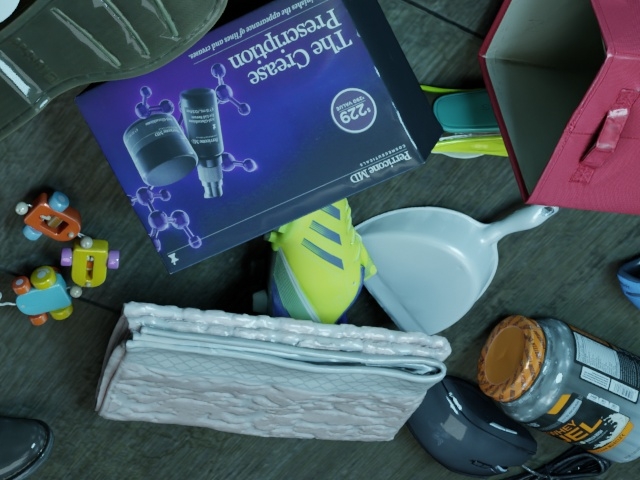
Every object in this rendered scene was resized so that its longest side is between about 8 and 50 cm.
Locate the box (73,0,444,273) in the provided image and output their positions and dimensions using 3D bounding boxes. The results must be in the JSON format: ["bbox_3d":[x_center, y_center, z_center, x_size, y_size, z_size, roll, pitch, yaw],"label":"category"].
[{"bbox_3d":[-0.053,-0.109,1.666,0.261,0.103,0.184,-24,105,21],"label":"box"}]

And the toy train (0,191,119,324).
[{"bbox_3d":[-0.271,0.012,1.885,0.125,0.046,0.166,25,128,-25],"label":"toy train"}]

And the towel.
[{"bbox_3d":[-0.057,0.145,1.956,0.332,0.053,0.317,7,160,-8],"label":"towel"}]

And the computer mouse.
[{"bbox_3d":[0.217,0.224,2.129,0.184,0.060,0.262,-26,133,24],"label":"computer mouse"}]

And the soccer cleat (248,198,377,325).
[{"bbox_3d":[0.000,-0.001,1.853,0.121,0.093,0.289,2,141,-9],"label":"soccer cleat"}]

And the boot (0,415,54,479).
[{"bbox_3d":[-0.432,0.175,2.017,0.263,0.091,0.229,-6,138,6],"label":"boot"}]

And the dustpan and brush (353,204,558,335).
[{"bbox_3d":[0.142,0.009,1.890,0.211,0.060,0.147,-19,121,37],"label":"dustpan and brush"}]

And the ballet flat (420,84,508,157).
[{"bbox_3d":[0.091,-0.106,1.759,0.231,0.077,0.077,2,154,-8],"label":"ballet flat"}]

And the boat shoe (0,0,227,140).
[{"bbox_3d":[-0.211,-0.189,1.628,0.307,0.104,0.110,-22,122,22],"label":"boat shoe"}]

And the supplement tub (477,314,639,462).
[{"bbox_3d":[0.266,0.153,2.014,0.190,0.117,0.117,24,131,-26],"label":"supplement tub"}]

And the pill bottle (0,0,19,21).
[{"bbox_3d":[-0.267,-0.261,1.463,0.118,0.208,0.117,-1,138,-1],"label":"pill bottle"}]

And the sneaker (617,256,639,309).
[{"bbox_3d":[0.395,0.011,1.902,0.209,0.069,0.082,-28,128,25],"label":"sneaker"}]

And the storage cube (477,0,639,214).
[{"bbox_3d":[0.270,-0.150,1.621,0.193,0.215,0.183,5,137,-19],"label":"storage cube"}]
